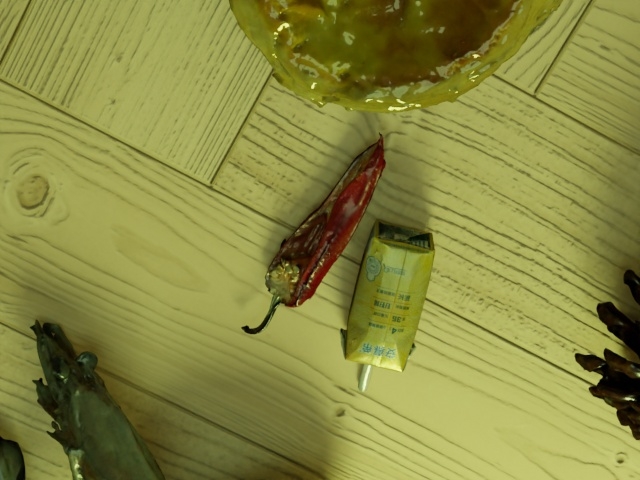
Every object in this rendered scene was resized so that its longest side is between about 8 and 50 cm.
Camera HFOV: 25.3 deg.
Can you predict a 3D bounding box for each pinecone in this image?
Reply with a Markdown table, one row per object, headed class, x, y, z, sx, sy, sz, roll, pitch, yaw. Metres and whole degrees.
| class | x | y | z | sx | sy | sz | roll | pitch | yaw |
| --- | --- | --- | --- | --- | --- | --- | --- | --- | --- |
| pinecone | 0.399 | 0.100 | 1.466 | 0.244 | 0.244 | 0.309 | 23 | 93 | -8 |

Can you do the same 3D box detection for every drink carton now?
| class | x | y | z | sx | sy | sz | roll | pitch | yaw |
| --- | --- | --- | --- | --- | --- | --- | --- | --- | --- |
| drink carton | 0.066 | 0.084 | 1.529 | 0.084 | 0.074 | 0.200 | 11 | 108 | -4 |

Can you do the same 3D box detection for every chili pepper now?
| class | x | y | z | sx | sy | sz | roll | pitch | yaw |
| --- | --- | --- | --- | --- | --- | --- | --- | --- | --- |
| chili pepper | 0.000 | 0.000 | 1.515 | 0.050 | 0.059 | 0.268 | 19 | 111 | -47 |

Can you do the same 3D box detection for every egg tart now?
| class | x | y | z | sx | sy | sz | roll | pitch | yaw |
| --- | --- | --- | --- | --- | --- | --- | --- | --- | --- |
| egg tart | 0.073 | -0.286 | 1.364 | 0.341 | 0.132 | 0.341 | 0 | 109 | -1 |

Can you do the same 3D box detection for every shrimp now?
| class | x | y | z | sx | sy | sz | roll | pitch | yaw |
| --- | --- | --- | --- | --- | --- | --- | --- | --- | --- |
| shrimp | -0.276 | 0.263 | 1.548 | 0.247 | 0.085 | 0.360 | -16 | 87 | 27 |
